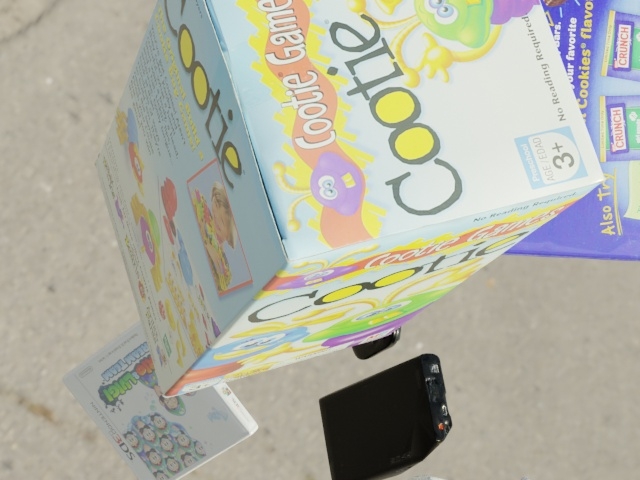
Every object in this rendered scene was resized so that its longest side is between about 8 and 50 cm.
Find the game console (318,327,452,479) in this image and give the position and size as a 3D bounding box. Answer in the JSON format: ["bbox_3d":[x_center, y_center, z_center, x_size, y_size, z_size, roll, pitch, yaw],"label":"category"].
[{"bbox_3d":[0.065,0.137,1.999,0.044,0.213,0.361,7,65,-39],"label":"game console"}]

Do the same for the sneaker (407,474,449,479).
[{"bbox_3d":[0.161,0.362,1.515,0.315,0.182,0.127,32,54,-27],"label":"sneaker"}]

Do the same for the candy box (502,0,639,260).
[{"bbox_3d":[0.155,-0.123,1.155,0.317,0.268,0.122,3,2,-13],"label":"candy box"}]

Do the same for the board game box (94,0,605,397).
[{"bbox_3d":[-0.005,-0.034,0.711,0.142,0.275,0.144,-14,79,-19],"label":"board game box"}]

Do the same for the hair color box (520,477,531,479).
[{"bbox_3d":[0.124,0.227,0.890,0.093,0.053,0.167,22,44,23],"label":"hair color box"}]

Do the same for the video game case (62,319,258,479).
[{"bbox_3d":[-0.151,0.150,1.385,0.143,0.157,0.019,53,37,-3],"label":"video game case"}]
